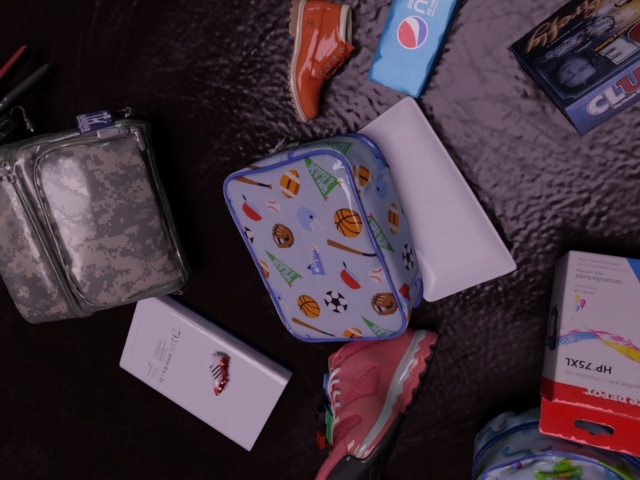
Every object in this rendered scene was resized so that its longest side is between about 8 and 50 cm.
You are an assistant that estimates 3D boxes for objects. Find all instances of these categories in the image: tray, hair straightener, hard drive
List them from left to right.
[{"bbox_3d":[-0.514,-0.205,0.736,0.089,0.230,0.047,38,163,-20],"label":"hair straightener"},{"bbox_3d":[-0.231,0.249,0.879,0.318,0.040,0.210,30,116,7],"label":"hard drive"},{"bbox_3d":[0.142,-0.049,0.633,0.145,0.030,0.270,-30,98,34],"label":"tray"}]

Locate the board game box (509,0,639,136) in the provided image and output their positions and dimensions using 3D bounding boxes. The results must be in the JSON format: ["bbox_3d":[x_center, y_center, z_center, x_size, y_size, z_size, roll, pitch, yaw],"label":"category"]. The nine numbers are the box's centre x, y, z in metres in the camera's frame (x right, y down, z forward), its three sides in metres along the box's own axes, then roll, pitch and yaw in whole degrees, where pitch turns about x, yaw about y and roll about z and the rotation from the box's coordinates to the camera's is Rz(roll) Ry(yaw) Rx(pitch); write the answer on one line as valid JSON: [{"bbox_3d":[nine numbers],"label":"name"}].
[{"bbox_3d":[0.327,-0.226,0.433,0.243,0.165,0.042,-35,124,27],"label":"board game box"}]

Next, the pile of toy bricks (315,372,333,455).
[{"bbox_3d":[0.061,0.305,0.771,0.105,0.118,0.212,-7,119,-19],"label":"pile of toy bricks"}]

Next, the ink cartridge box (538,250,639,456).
[{"bbox_3d":[0.353,0.139,0.552,0.134,0.078,0.231,8,81,16],"label":"ink cartridge box"}]

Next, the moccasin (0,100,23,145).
[{"bbox_3d":[-0.649,-0.218,0.797,0.380,0.139,0.147,53,143,-3],"label":"moccasin"}]

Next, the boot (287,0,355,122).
[{"bbox_3d":[0.002,-0.236,0.605,0.084,0.059,0.158,8,111,11],"label":"boot"}]

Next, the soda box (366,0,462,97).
[{"bbox_3d":[0.128,-0.284,0.534,0.071,0.067,0.210,24,116,10],"label":"soda box"}]

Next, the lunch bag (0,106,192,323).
[{"bbox_3d":[-0.363,-0.040,0.733,0.256,0.212,0.305,-10,108,5],"label":"lunch bag"}]

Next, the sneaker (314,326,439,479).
[{"bbox_3d":[0.054,0.221,0.629,0.136,0.314,0.116,21,126,22],"label":"sneaker"}]

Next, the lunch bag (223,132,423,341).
[{"bbox_3d":[0.000,0.000,0.649,0.243,0.115,0.303,-9,111,35],"label":"lunch bag"}]

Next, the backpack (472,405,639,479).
[{"bbox_3d":[0.368,0.405,0.632,0.290,0.273,0.356,-30,84,33],"label":"backpack"}]

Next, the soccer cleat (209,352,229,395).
[{"bbox_3d":[-0.187,0.243,0.823,0.035,0.029,0.083,18,112,22],"label":"soccer cleat"}]
